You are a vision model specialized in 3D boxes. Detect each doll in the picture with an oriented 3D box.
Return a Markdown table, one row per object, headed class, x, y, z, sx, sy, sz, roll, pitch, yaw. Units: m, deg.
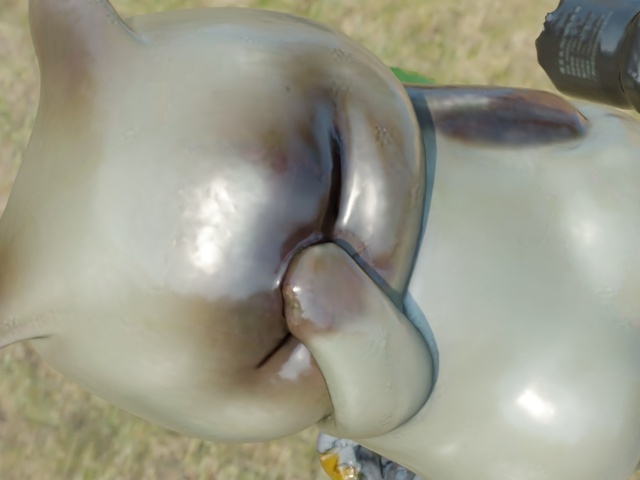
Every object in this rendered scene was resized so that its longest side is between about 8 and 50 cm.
| class | x | y | z | sx | sy | sz | roll | pitch | yaw |
| --- | --- | --- | --- | --- | --- | --- | --- | --- | --- |
| doll | 0.027 | 0.011 | 0.946 | 0.370 | 0.215 | 0.226 | 13 | 9 | -38 |

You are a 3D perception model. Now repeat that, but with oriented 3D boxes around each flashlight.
| class | x | y | z | sx | sy | sz | roll | pitch | yaw |
| --- | --- | --- | --- | --- | --- | --- | --- | --- | --- |
| flashlight | 0.346 | -0.123 | 1.507 | 0.103 | 0.103 | 0.424 | -14 | 23 | -36 |

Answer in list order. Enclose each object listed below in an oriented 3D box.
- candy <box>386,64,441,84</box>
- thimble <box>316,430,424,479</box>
| class | x | y | z | sx | sy | sz | roll | pitch | yaw |
| --- | --- | --- | --- | --- | --- | --- | --- | --- | --- |
| candy | 0.104 | -0.064 | 1.401 | 0.209 | 0.097 | 0.097 | 12 | 39 | -25 |
| thimble | 0.075 | 0.124 | 1.450 | 0.127 | 0.151 | 0.118 | 38 | 44 | -14 |
